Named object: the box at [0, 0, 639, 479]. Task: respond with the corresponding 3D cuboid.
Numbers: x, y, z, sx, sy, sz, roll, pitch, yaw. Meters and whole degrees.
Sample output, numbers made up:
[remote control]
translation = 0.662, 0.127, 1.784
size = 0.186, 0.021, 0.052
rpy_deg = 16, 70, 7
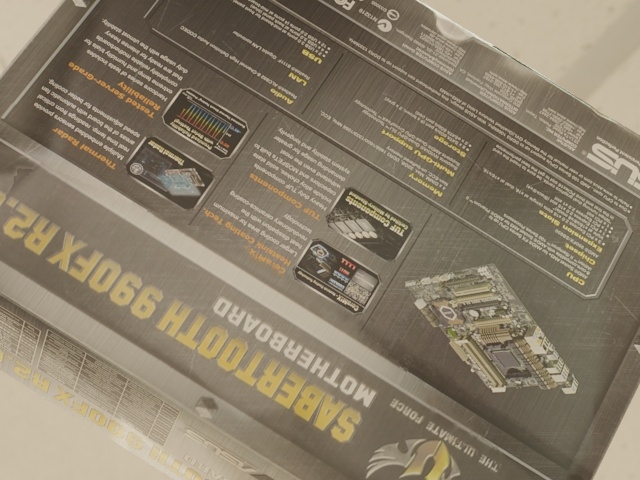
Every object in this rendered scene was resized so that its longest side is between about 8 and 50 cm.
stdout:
[box]
translation = 0.000, 0.000, 0.581
size = 0.231, 0.183, 0.056
rpy_deg = 31, -30, 2
